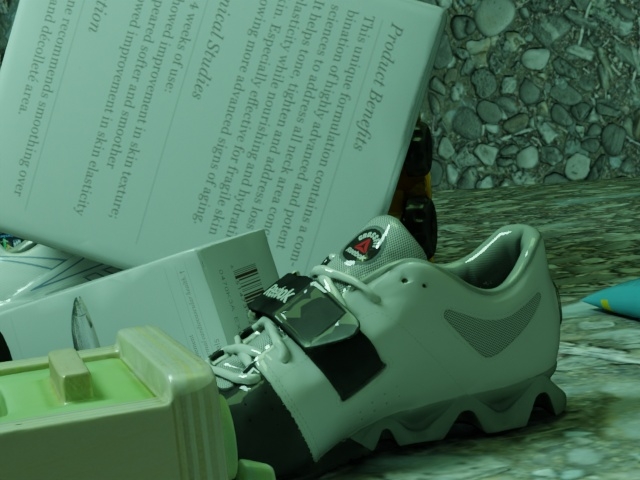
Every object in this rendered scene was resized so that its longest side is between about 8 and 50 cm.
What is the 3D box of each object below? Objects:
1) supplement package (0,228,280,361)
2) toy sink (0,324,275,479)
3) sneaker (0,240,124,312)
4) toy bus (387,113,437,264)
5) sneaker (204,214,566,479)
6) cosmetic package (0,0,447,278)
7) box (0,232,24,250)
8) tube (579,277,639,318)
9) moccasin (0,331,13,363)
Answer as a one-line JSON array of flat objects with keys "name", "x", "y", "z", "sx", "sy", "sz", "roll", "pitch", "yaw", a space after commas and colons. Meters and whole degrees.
[{"name": "supplement package", "x": -0.121, "y": 0.069, "z": 1.000, "sx": 0.179, "sy": 0.105, "sz": 0.105, "roll": -18, "pitch": 1, "yaw": 25}, {"name": "toy sink", "x": -0.099, "y": 0.111, "z": 0.559, "sx": 0.234, "sy": 0.131, "sz": 0.153, "roll": -7, "pitch": 6, "yaw": -14}, {"name": "sneaker", "x": -0.260, "y": 0.033, "z": 1.603, "sx": 0.297, "sy": 0.129, "sz": 0.111, "roll": -8, "pitch": 4, "yaw": -27}, {"name": "toy bus", "x": 0.081, "y": -0.058, "z": 1.746, "sx": 0.149, "sy": 0.220, "sz": 0.211, "roll": -2, "pitch": 0, "yaw": 17}, {"name": "sneaker", "x": 0.004, "y": 0.059, "z": 0.869, "sx": 0.330, "sy": 0.146, "sz": 0.122, "roll": -11, "pitch": 19, "yaw": -29}, {"name": "cosmetic package", "x": -0.106, "y": -0.129, "z": 1.462, "sx": 0.394, "sy": 0.329, "sz": 0.327, "roll": 18, "pitch": 5, "yaw": 1}, {"name": "box", "x": -0.307, "y": -0.001, "z": 1.762, "sx": 0.220, "sy": 0.175, "sz": 0.051, "roll": -5, "pitch": 5, "yaw": 25}, {"name": "tube", "x": 0.295, "y": 0.049, "z": 1.233, "sx": 0.080, "sy": 0.052, "sz": 0.207, "roll": -2, "pitch": 0, "yaw": -6}, {"name": "moccasin", "x": -0.311, "y": 0.110, "z": 0.798, "sx": 0.147, "sy": 0.139, "sz": 0.380, "roll": -11, "pitch": 7, "yaw": 13}]
